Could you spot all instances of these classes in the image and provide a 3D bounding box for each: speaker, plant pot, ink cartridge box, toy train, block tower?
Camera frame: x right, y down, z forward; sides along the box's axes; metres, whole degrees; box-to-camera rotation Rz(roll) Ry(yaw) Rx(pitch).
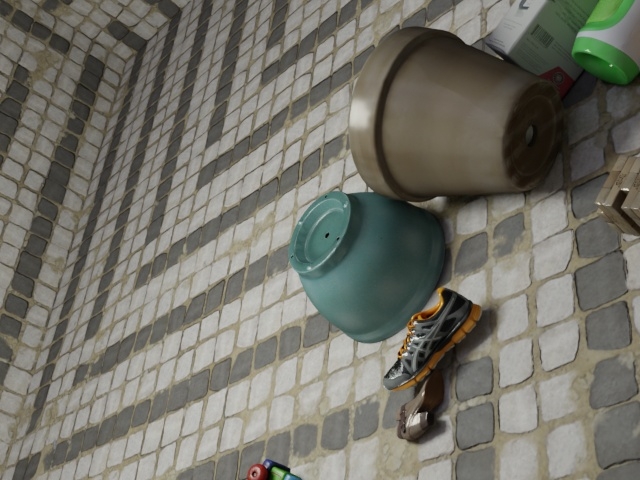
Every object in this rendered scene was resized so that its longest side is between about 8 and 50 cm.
[{"bbox_3d":[0.540,-0.412,1.510,0.296,0.131,0.131,-59,31,0],"label":"speaker"},{"bbox_3d":[0.259,-0.204,1.606,0.280,0.323,0.323,18,78,41],"label":"plant pot"},{"bbox_3d":[0.425,-0.389,1.622,0.218,0.158,0.092,-53,31,9],"label":"ink cartridge box"},{"bbox_3d":[-0.092,0.533,1.634,0.143,0.105,0.248,13,74,44],"label":"toy train"},{"bbox_3d":[0.527,-0.045,1.237,0.335,0.091,0.097,14,70,58],"label":"block tower"},{"bbox_3d":[0.064,0.024,1.746,0.293,0.196,0.293,-36,37,33],"label":"plant pot"}]

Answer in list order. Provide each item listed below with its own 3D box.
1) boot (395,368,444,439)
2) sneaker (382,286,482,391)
[{"bbox_3d":[0.162,0.279,1.537,0.087,0.042,0.118,-32,32,49],"label":"boot"},{"bbox_3d":[0.175,0.168,1.549,0.215,0.083,0.084,-48,5,8],"label":"sneaker"}]
